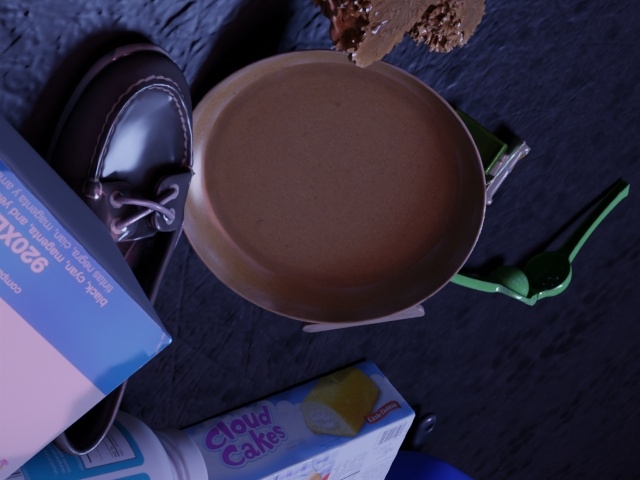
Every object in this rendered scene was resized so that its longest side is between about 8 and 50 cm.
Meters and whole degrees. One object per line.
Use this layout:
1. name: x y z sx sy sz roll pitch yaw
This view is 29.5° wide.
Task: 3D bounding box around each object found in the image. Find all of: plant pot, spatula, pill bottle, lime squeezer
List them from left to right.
1. pill bottle: -0.221 0.220 1.001 0.264 0.146 0.146 -3 132 -45
2. plant pot: 0.006 -0.041 0.920 0.236 0.032 0.236 3 122 5
3. spatula: 0.116 0.309 1.598 0.084 0.030 0.296 -25 145 -25
4. lime squeezer: 0.236 0.028 1.361 0.310 0.059 0.110 -19 143 -31

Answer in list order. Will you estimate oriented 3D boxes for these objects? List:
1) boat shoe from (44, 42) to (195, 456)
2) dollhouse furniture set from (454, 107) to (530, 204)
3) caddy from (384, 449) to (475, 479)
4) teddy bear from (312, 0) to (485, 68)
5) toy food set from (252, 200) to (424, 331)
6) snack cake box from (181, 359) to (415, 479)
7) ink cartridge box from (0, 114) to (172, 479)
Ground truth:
1. boat shoe: -0.150 0.019 0.880 0.112 0.095 0.335 -10 137 -41
2. dollhouse furniture set: 0.150 -0.082 1.162 0.076 0.059 0.152 -55 167 7
3. caddy: 0.132 0.420 1.475 0.241 0.341 0.179 -63 170 31
4. teddy bear: 0.105 -0.252 0.843 0.338 0.113 0.245 -42 157 -15
5. toy food set: 0.000 0.000 1.059 0.128 0.071 0.218 -13 146 18
6. snack cake box: -0.042 0.241 1.283 0.264 0.089 0.152 -17 143 -35
7. ink cartridge box: -0.242 0.043 0.691 0.233 0.171 0.168 -40 124 -3
